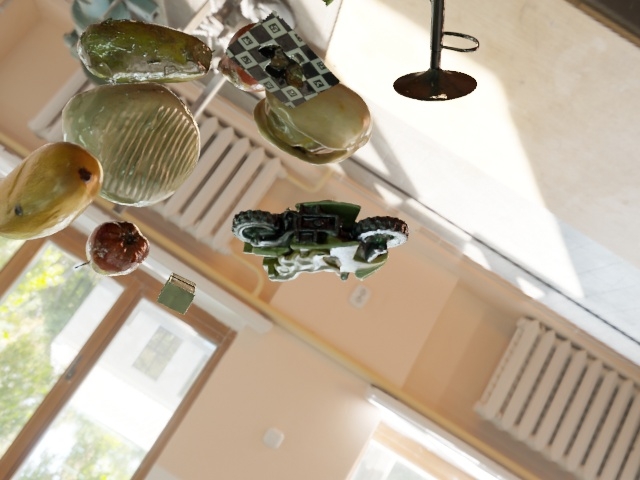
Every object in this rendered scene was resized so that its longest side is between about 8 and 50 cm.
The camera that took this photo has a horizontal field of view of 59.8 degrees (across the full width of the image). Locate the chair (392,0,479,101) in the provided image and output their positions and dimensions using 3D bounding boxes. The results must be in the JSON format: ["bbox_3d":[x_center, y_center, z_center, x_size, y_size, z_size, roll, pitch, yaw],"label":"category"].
[{"bbox_3d":[0.288,-0.570,1.371,0.226,0.226,0.401,22,135,33],"label":"chair"}]

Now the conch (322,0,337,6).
[{"bbox_3d":[0.069,-0.866,1.831,0.079,0.201,0.095,34,-160,-48],"label":"conch"}]

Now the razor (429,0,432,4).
[{"bbox_3d":[0.304,-0.823,1.668,0.056,0.324,0.093,-15,174,15],"label":"razor"}]

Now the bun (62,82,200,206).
[{"bbox_3d":[-0.500,-0.253,1.479,0.234,0.326,0.362,12,-167,43],"label":"bun"}]

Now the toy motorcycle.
[{"bbox_3d":[0.000,0.000,1.332,0.410,0.169,0.237,3,151,5],"label":"toy motorcycle"}]

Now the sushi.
[{"bbox_3d":[-0.078,-0.397,1.220,0.210,0.040,0.192,37,147,-31],"label":"sushi"}]

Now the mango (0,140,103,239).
[{"bbox_3d":[-0.468,-0.076,0.933,0.262,0.157,0.109,-16,149,29],"label":"mango"}]

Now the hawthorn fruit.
[{"bbox_3d":[-0.568,0.035,1.514,0.162,0.162,0.203,40,133,-24],"label":"hawthorn fruit"}]

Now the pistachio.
[{"bbox_3d":[-0.010,-0.315,1.459,0.321,0.238,0.229,9,142,-25],"label":"pistachio"}]

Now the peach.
[{"bbox_3d":[-0.229,-0.619,1.910,0.256,0.232,0.232,-10,180,-16],"label":"peach"}]

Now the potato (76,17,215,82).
[{"bbox_3d":[-0.322,-0.354,1.046,0.251,0.113,0.149,-7,-167,-19],"label":"potato"}]

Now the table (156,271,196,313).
[{"bbox_3d":[-0.366,0.134,1.427,0.079,0.062,0.083,30,-171,-15],"label":"table"}]
